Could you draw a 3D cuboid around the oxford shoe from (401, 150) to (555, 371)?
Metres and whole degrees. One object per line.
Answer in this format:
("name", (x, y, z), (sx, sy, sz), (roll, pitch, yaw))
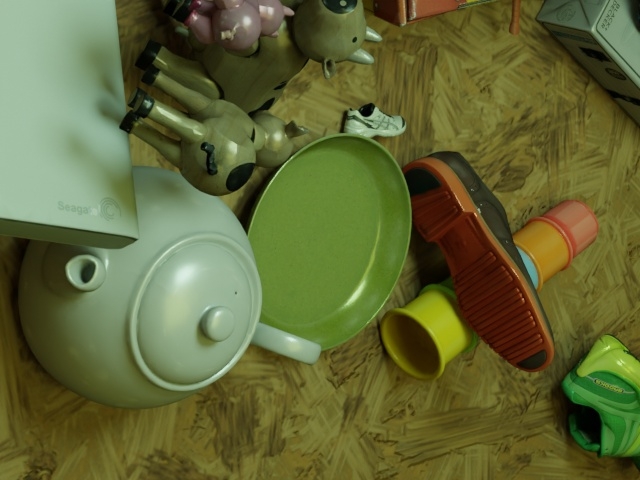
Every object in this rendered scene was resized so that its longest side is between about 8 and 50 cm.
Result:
("oxford shoe", (0.194, 0.017, 1.969), (0.098, 0.097, 0.271), (-27, 88, -49))

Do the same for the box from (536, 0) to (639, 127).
("box", (0.399, -0.256, 2.146), (0.290, 0.087, 0.169), (35, 79, -43))

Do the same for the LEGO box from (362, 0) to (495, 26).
("LEGO box", (0.183, -0.499, 1.725), (0.373, 0.193, 0.500), (-14, 114, -22))

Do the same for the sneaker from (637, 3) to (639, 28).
("sneaker", (0.397, -0.310, 1.988), (0.211, 0.080, 0.081), (83, 29, -65))

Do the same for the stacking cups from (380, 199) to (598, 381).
("stacking cups", (0.203, 0.043, 2.073), (0.316, 0.096, 0.096), (-37, 126, -35))

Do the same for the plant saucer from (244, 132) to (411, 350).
("plant saucer", (0.000, 0.000, 1.890), (0.241, 0.037, 0.241), (-16, 114, -40))

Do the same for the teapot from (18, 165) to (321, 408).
("teapot", (-0.143, 0.057, 1.670), (0.256, 0.187, 0.252), (-33, 124, -33))

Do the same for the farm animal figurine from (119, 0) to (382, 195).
("farm animal figurine", (-0.049, -0.173, 1.578), (0.172, 0.327, 0.330), (31, 77, -13))

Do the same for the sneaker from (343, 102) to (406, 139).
("sneaker", (0.062, -0.131, 1.908), (0.083, 0.032, 0.037), (-12, 112, -41))

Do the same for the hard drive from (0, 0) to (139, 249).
("hard drive", (-0.255, -0.153, 1.494), (0.203, 0.040, 0.307), (9, 67, -44))

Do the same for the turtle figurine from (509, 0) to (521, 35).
("turtle figurine", (0.264, -0.378, 1.975), (0.217, 0.087, 0.269), (-17, 114, -20))

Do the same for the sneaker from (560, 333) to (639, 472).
("sneaker", (0.386, 0.233, 2.305), (0.123, 0.109, 0.295), (-34, 133, 1))
